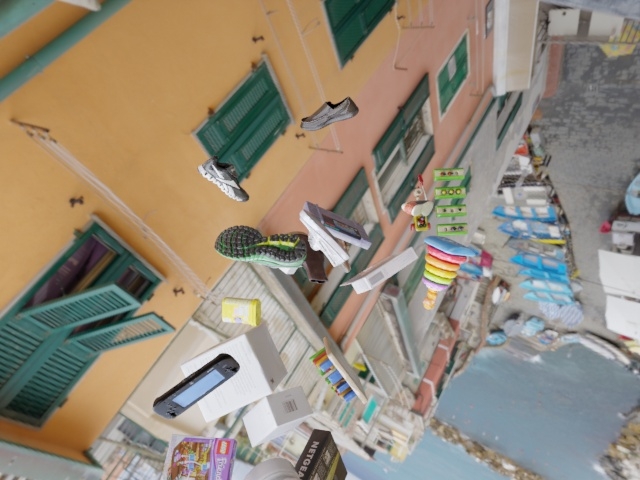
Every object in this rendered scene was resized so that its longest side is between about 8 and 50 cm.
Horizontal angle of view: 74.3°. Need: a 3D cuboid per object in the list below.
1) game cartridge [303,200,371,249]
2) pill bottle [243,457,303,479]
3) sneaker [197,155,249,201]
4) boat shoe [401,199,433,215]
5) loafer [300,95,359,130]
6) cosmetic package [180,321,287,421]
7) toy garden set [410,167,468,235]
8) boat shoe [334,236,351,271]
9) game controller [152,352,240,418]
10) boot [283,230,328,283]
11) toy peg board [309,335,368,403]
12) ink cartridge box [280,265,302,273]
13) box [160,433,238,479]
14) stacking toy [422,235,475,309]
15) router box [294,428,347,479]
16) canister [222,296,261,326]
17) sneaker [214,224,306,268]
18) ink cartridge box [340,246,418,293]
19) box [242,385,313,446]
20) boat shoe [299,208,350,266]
[{"bbox_3d":[0.086,-0.082,2.190,0.355,0.068,0.230,22,-162,-19],"label":"game cartridge"},{"bbox_3d":[-0.084,0.843,1.210,0.224,0.224,0.392,50,172,-33],"label":"pill bottle"},{"bbox_3d":[-0.357,-0.242,1.653,0.234,0.106,0.078,38,-161,-27],"label":"sneaker"},{"bbox_3d":[0.292,-0.098,1.256,0.043,0.137,0.049,26,114,35],"label":"boat shoe"},{"bbox_3d":[0.024,-0.459,1.509,0.220,0.080,0.078,-16,124,13],"label":"loafer"},{"bbox_3d":[-0.443,0.685,2.244,0.329,0.394,0.327,64,-172,5],"label":"cosmetic package"},{"bbox_3d":[0.422,-0.139,1.512,0.204,0.244,0.049,-3,176,-1],"label":"toy garden set"},{"bbox_3d":[0.125,0.061,2.534,0.123,0.116,0.324,34,156,49],"label":"boat shoe"},{"bbox_3d":[-0.445,0.528,1.536,0.067,0.319,0.166,49,165,25],"label":"game controller"},{"bbox_3d":[-0.061,0.076,1.849,0.090,0.206,0.248,-32,149,29],"label":"boot"},{"bbox_3d":[0.040,0.364,1.145,0.161,0.079,0.160,53,179,-5],"label":"toy peg board"},{"bbox_3d":[-0.164,0.099,2.068,0.143,0.089,0.092,37,-171,19],"label":"ink cartridge box"},{"bbox_3d":[-0.371,0.736,1.241,0.201,0.293,0.057,1,145,6],"label":"box"},{"bbox_3d":[0.481,0.143,1.720,0.175,0.301,0.166,6,-163,-33],"label":"stacking toy"},{"bbox_3d":[-0.018,0.903,1.553,0.081,0.309,0.242,-5,115,30],"label":"router box"},{"bbox_3d":[-0.371,0.330,1.986,0.170,0.126,0.073,4,-172,12],"label":"canister"},{"bbox_3d":[-0.220,0.046,1.536,0.344,0.134,0.146,11,152,7],"label":"sneaker"},{"bbox_3d":[0.266,0.147,1.949,0.066,0.296,0.261,60,154,2],"label":"ink cartridge box"},{"bbox_3d":[-0.127,0.513,1.237,0.170,0.130,0.091,-51,55,37],"label":"box"},{"bbox_3d":[0.000,0.000,1.505,0.258,0.084,0.095,47,-169,-21],"label":"boat shoe"}]
